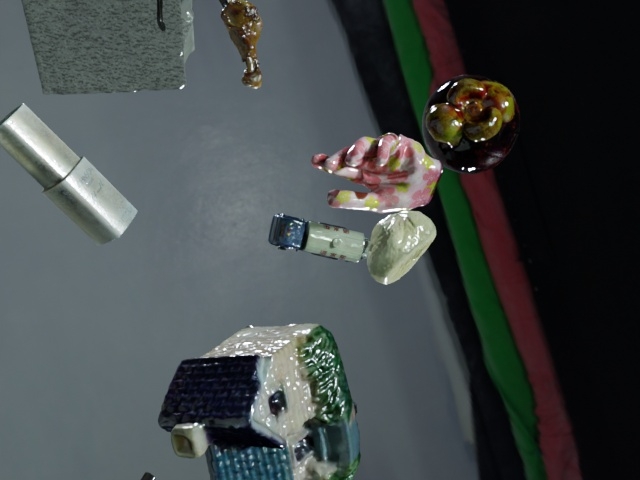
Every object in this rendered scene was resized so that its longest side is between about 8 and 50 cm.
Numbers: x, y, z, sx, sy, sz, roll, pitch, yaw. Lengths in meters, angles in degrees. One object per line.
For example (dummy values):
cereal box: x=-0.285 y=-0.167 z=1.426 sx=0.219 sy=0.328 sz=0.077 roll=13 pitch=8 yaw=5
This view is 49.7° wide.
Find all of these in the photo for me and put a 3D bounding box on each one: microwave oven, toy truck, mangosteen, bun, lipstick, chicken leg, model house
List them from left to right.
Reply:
lipstick: x=-0.422 y=-0.105 z=1.140 sx=0.253 sy=0.077 sz=0.079 roll=50 pitch=43 yaw=-29
microwave oven: x=-0.436 y=-0.551 z=1.424 sx=0.236 sy=0.374 sz=0.432 roll=-106 pitch=-165 yaw=-45
chicken leg: x=-0.208 y=-0.550 z=1.929 sx=0.087 sy=0.107 sz=0.252 roll=-73 pitch=155 yaw=-78
model house: x=-0.111 y=0.318 z=1.132 sx=0.243 sy=0.284 sz=0.299 roll=-7 pitch=-83 yaw=35
toy truck: x=0.000 y=0.000 z=1.393 sx=0.088 sy=0.201 sz=0.074 roll=-164 pitch=-93 yaw=-73
bun: x=0.103 y=0.005 z=0.956 sx=0.069 sy=0.115 sz=0.115 roll=43 pitch=-20 yaw=17
mangosteen: x=0.296 y=-0.233 z=1.358 sx=0.210 sy=0.209 sz=0.210 roll=162 pitch=-90 yaw=-80

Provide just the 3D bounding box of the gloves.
gloves: x=0.097 y=-0.131 z=1.270 sx=0.145 sy=0.241 sz=0.126 roll=122 pitch=-21 yaw=-46

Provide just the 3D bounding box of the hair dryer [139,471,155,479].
hair dryer: x=-0.404 y=0.458 z=1.016 sx=0.284 sy=0.320 sz=0.156 roll=-60 pitch=172 yaw=-56

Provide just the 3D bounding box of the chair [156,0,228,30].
chair: x=-0.249 y=-0.455 z=1.046 sx=0.149 sy=0.174 sz=0.213 roll=-3 pitch=80 yaw=-68
